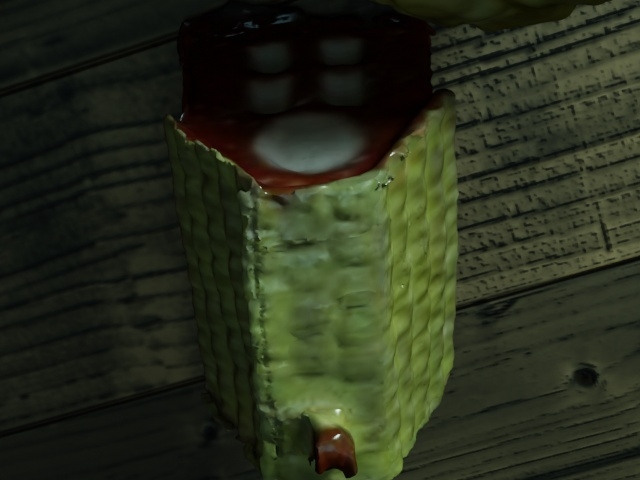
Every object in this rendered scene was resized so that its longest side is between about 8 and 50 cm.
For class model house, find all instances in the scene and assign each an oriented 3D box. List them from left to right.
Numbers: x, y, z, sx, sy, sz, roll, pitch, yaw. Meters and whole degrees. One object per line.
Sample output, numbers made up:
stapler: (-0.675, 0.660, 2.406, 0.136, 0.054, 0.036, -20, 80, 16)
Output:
model house: (0.000, 0.000, 0.684, 0.160, 0.254, 0.196, -4, 122, -2)

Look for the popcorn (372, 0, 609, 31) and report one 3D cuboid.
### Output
popcorn: (0.058, -0.221, 0.583, 0.265, 0.225, 0.332, 47, 133, -12)
